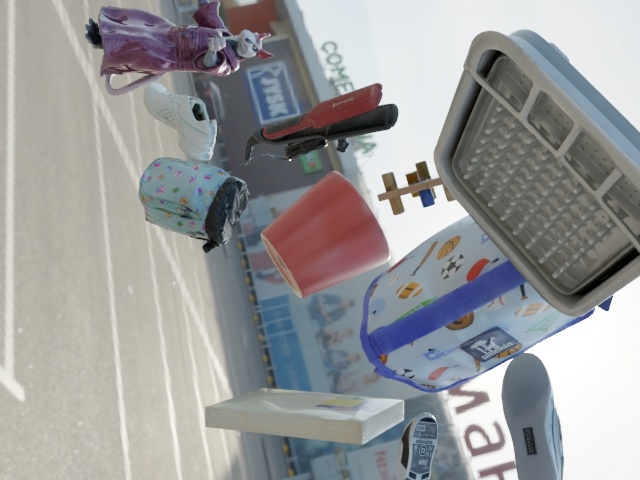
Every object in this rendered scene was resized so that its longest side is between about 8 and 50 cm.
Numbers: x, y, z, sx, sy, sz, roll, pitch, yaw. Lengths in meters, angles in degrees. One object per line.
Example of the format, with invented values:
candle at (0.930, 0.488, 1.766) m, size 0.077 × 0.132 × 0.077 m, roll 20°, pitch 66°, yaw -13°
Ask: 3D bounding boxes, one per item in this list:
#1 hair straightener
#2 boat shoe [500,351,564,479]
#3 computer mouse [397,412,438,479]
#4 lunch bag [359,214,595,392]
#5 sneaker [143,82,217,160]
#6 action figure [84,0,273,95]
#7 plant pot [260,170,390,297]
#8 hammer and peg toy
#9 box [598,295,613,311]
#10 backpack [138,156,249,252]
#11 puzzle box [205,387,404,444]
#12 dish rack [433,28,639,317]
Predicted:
hair straightener at (-0.002, -0.127, 0.907) m, size 0.089 × 0.230 × 0.047 m, roll 40°, pitch 44°, yaw -42°
boat shoe at (0.384, 0.334, 1.284) m, size 0.084 × 0.095 × 0.258 m, roll 30°, pitch 58°, yaw -53°
computer mouse at (0.162, 0.396, 1.250) m, size 0.042 × 0.106 × 0.193 m, roll -1°, pitch -105°, yaw 54°
lunch bag at (0.261, 0.081, 1.172) m, size 0.239 × 0.328 × 0.385 m, roll 60°, pitch 23°, yaw 6°
sneaker at (-0.186, -0.176, 0.972) m, size 0.152 × 0.054 × 0.061 m, roll 46°, pitch -53°, yaw 25°
action figure at (-0.283, -0.385, 1.480) m, size 0.275 × 0.370 × 0.248 m, roll 103°, pitch -11°, yaw -49°
plant pot at (0.000, 0.000, 1.793) m, size 0.275 × 0.243 × 0.275 m, roll 56°, pitch -10°, yaw 15°
hammer and peg toy at (0.359, -0.180, 1.972) m, size 0.361 × 0.266 × 0.127 m, roll -13°, pitch -84°, yaw 43°
box at (0.574, 0.050, 1.609) m, size 0.136 × 0.225 × 0.036 m, roll -58°, pitch 178°, yaw -33°
backpack at (-0.236, -0.076, 1.294) m, size 0.115 × 0.182 × 0.152 m, roll 92°, pitch 17°, yaw -46°
puzzle box at (-0.034, 0.415, 1.713) m, size 0.272 × 0.409 × 0.052 m, roll 4°, pitch 86°, yaw -63°
dish rack at (0.261, -0.071, 0.808) m, size 0.285 × 0.072 × 0.333 m, roll 51°, pitch -15°, yaw 15°
